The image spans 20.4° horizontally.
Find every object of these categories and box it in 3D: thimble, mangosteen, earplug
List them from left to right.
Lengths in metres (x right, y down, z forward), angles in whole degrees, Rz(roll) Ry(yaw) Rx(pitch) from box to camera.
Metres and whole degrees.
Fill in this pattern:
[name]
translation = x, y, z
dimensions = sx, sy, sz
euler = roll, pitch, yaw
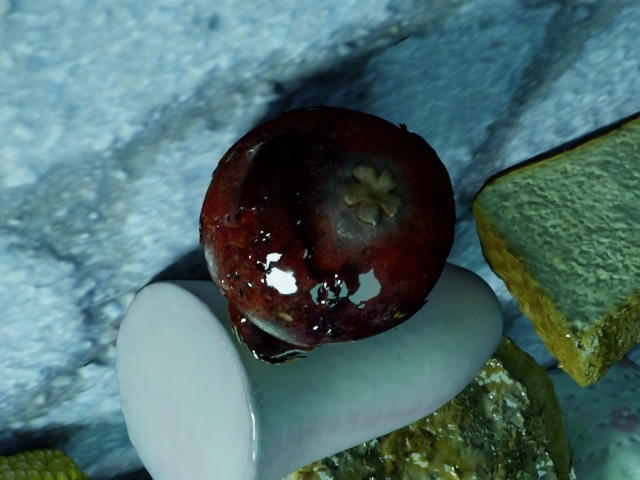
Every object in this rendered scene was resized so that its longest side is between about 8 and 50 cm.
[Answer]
[mangosteen]
translation = 0.000, 0.000, 1.162
dimensions = 0.166, 0.166, 0.180
euler = -17, 159, -21
[earplug]
translation = 0.018, 0.082, 1.334
dimensions = 0.301, 0.172, 0.172
euler = -15, 151, -37
[thimble]
translation = 0.265, 0.221, 1.797
dimensions = 0.185, 0.149, 0.211
euler = -20, 153, -19

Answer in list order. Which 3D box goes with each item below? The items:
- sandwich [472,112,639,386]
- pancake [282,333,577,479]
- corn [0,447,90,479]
[sandwich]
translation = 0.239, -0.005, 1.340
dimensions = 0.214, 0.186, 0.065
euler = -26, 140, -12
[pancake]
translation = 0.100, 0.238, 1.538
dimensions = 0.356, 0.356, 0.065
euler = -9, -173, -33
[corn]
translation = -0.297, 0.211, 1.326
dimensions = 0.291, 0.101, 0.101
euler = 1, 141, -37
